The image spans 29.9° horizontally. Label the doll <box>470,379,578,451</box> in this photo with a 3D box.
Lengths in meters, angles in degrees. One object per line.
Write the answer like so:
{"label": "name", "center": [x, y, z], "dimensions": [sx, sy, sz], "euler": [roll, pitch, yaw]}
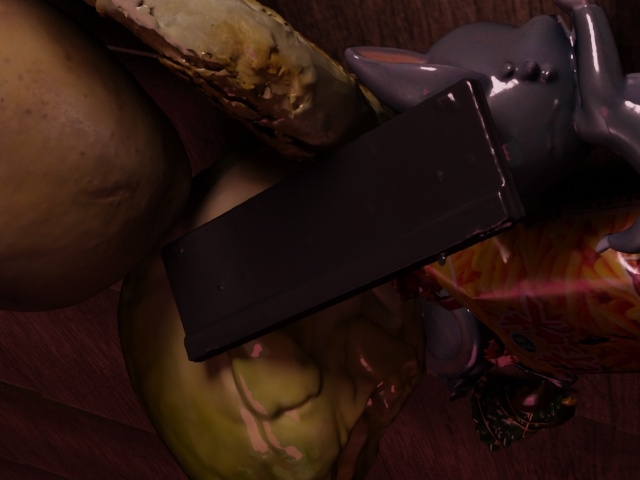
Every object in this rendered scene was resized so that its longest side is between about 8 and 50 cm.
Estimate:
{"label": "doll", "center": [0.212, 0.188, 1.262], "dimensions": [0.113, 0.077, 0.078], "euler": [1, 150, 40]}

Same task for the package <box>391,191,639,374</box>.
{"label": "package", "center": [0.223, 0.038, 0.940], "dimensions": [0.288, 0.108, 0.223], "euler": [-5, 148, 32]}

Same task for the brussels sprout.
{"label": "brussels sprout", "center": [-0.030, 0.078, 1.043], "dimensions": [0.268, 0.344, 0.344], "euler": [-10, 168, -28]}

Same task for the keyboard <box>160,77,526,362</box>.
{"label": "keyboard", "center": [0.000, 0.000, 0.801], "dimensions": [0.309, 0.101, 0.018], "euler": [-27, 165, 40]}

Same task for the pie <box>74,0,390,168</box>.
{"label": "pie", "center": [-0.109, -0.159, 0.821], "dimensions": [0.371, 0.078, 0.296], "euler": [33, 180, -6]}

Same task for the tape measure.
{"label": "tape measure", "center": [0.176, 0.084, 1.159], "dimensions": [0.179, 0.104, 0.107], "euler": [2, 138, -28]}

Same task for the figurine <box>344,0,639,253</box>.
{"label": "figurine", "center": [0.172, -0.068, 0.784], "dimensions": [0.265, 0.140, 0.193], "euler": [34, 178, 29]}

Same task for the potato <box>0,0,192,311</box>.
{"label": "potato", "center": [-0.241, -0.071, 0.858], "dimensions": [0.243, 0.221, 0.326], "euler": [36, 175, 41]}
